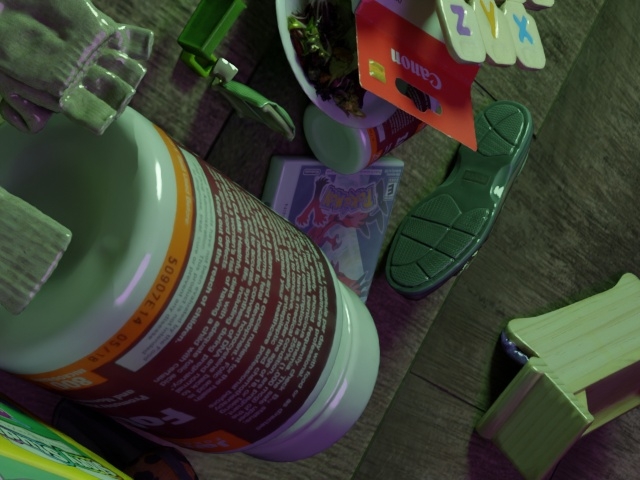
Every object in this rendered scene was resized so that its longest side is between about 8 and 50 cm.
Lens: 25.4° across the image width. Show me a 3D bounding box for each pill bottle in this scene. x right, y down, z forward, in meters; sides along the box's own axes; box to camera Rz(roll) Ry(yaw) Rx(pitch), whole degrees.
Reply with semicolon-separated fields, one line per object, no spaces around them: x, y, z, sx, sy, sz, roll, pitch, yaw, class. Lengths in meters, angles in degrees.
0.061;-0.135;1.438;0.152;0.086;0.086;-35;135;-34;pill bottle
-0.119;0.054;1.211;0.224;0.224;0.392;-61;143;-5;pill bottle

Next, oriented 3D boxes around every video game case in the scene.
0.000;0.000;1.496;0.201;0.023;0.183;-4;113;-51;video game case

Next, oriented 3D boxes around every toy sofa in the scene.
0.373;0.187;1.996;0.362;0.177;0.150;-17;148;-46;toy sofa

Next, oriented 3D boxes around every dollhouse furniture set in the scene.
-0.068;-0.158;1.272;0.058;0.076;0.152;-57;143;-9;dollhouse furniture set

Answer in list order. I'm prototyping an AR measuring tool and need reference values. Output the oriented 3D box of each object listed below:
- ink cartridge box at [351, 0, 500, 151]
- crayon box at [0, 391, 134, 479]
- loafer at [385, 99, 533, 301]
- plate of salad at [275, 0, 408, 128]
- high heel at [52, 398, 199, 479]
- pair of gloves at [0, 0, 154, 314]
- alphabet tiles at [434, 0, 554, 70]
0.103;-0.218;1.341;0.181;0.056;0.224;23;52;-43;ink cartridge box
-0.313;0.119;0.930;0.106;0.313;0.363;-61;144;-5;crayon box
0.172;-0.034;1.636;0.267;0.096;0.084;-56;149;-14;loafer
0.032;-0.205;1.339;0.200;0.048;0.200;12;74;-48;plate of salad
-0.179;0.290;1.306;0.093;0.186;0.261;-21;126;-43;high heel
-0.251;-0.089;1.021;0.042;0.204;0.240;173;-59;-83;pair of gloves
0.132;-0.294;1.359;0.284;0.021;0.278;-5;77;-52;alphabet tiles
